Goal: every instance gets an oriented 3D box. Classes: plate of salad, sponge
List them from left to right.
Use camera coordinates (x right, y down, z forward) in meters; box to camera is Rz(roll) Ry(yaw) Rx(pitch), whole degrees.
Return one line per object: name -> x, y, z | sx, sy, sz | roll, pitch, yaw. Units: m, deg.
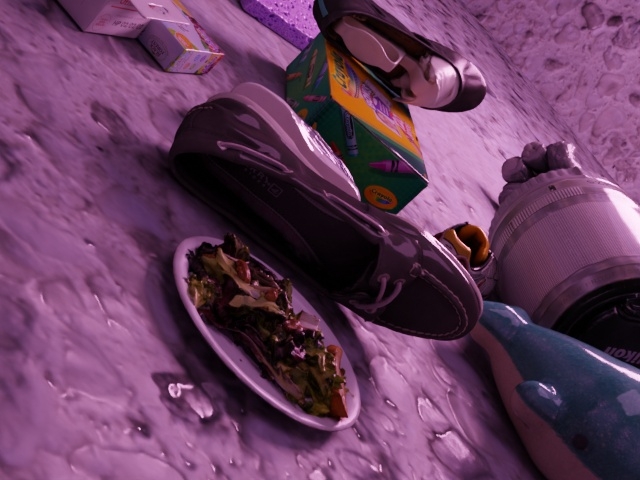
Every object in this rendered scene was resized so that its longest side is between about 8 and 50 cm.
plate of salad -> -0.034, 0.065, 0.890 | 0.200, 0.048, 0.200 | 39, 21, -18
sponge -> -0.044, -0.347, 1.688 | 0.210, 0.031, 0.117 | 29, 39, -42

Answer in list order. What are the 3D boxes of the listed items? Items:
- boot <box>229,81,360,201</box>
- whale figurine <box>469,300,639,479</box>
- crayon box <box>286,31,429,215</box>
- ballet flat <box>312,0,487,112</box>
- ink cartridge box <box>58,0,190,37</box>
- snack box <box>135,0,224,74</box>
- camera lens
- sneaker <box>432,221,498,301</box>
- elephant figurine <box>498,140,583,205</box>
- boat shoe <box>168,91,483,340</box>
boot -> -0.031, -0.100, 1.218 | 0.190, 0.069, 0.086 | 49, 11, -16
whale figurine -> 0.272, 0.156, 1.199 | 0.216, 0.141, 0.272 | 14, 36, -56
crayon box -> 0.041, -0.153, 1.432 | 0.165, 0.081, 0.278 | 39, 20, -20
ballet flat -> 0.104, -0.234, 1.483 | 0.280, 0.095, 0.096 | 28, 33, -19
ink cartridge box -> -0.227, -0.266, 1.132 | 0.181, 0.061, 0.104 | 49, 20, 10
snack box -> -0.180, -0.246, 1.229 | 0.141, 0.037, 0.100 | 49, 21, 9
camera lens -> 0.341, 0.061, 1.416 | 0.219, 0.219, 0.274 | 36, 21, -27
sneaker -> 0.175, 0.029, 1.327 | 0.088, 0.093, 0.225 | 51, 19, 14
elephant figurine -> 0.423, -0.056, 1.952 | 0.239, 0.169, 0.186 | 49, 41, -45
boat shoe -> 0.000, 0.000, 1.027 | 0.335, 0.112, 0.095 | 38, 37, -5
